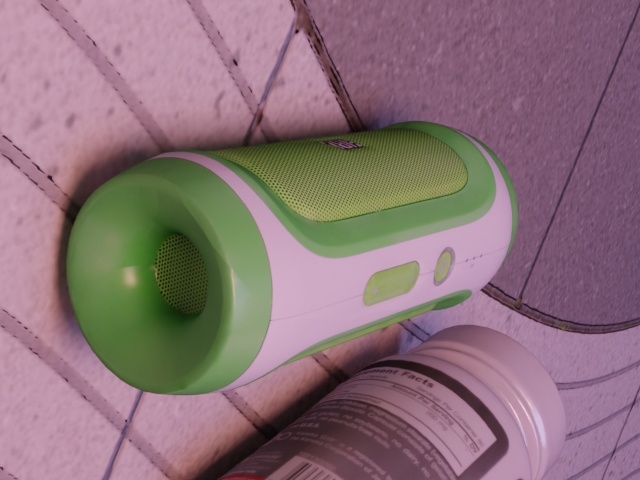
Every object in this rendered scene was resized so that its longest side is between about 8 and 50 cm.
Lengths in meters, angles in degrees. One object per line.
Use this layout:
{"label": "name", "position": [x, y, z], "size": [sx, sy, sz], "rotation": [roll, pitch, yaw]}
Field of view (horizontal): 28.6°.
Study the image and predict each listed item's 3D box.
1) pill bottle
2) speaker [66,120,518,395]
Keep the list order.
{"label": "pill bottle", "position": [0.044, 0.177, 0.863], "size": [0.283, 0.161, 0.161], "rotation": [-31, 133, -46]}
{"label": "speaker", "position": [0.000, 0.000, 0.716], "size": [0.296, 0.131, 0.131], "rotation": [-14, 120, -54]}
